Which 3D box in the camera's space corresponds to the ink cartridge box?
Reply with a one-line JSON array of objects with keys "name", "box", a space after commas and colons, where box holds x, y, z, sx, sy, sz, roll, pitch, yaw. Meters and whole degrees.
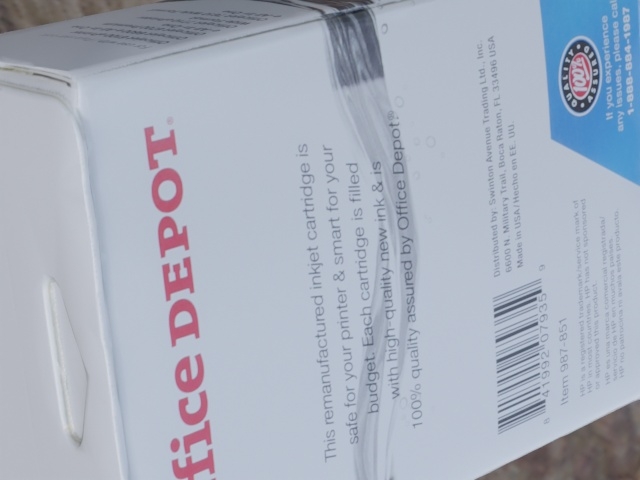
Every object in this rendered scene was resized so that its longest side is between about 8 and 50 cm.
[{"name": "ink cartridge box", "box": [0.000, 0.000, 0.714, 0.307, 0.129, 0.223, -19, 112, -37]}]
